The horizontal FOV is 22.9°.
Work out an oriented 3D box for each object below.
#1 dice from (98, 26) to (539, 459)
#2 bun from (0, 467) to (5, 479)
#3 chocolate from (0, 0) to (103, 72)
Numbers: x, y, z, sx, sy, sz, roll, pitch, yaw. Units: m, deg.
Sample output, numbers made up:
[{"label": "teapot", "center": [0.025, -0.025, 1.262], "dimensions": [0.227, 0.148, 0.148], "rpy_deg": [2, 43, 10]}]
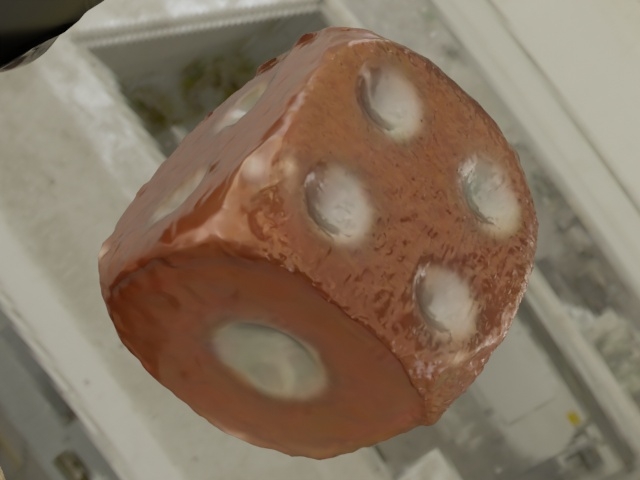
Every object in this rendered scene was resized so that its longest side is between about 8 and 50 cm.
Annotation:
[{"label": "dice", "center": [0.000, 0.000, 0.865], "dimensions": [0.174, 0.175, 0.179], "rpy_deg": [40, 54, -18]}, {"label": "bun", "center": [-0.319, 0.198, 0.929], "dimensions": [0.299, 0.165, 0.299], "rpy_deg": [-1, 92, -25]}, {"label": "chocolate", "center": [-0.286, -0.186, 0.832], "dimensions": [0.340, 0.210, 0.225], "rpy_deg": [-7, 97, -46]}]
